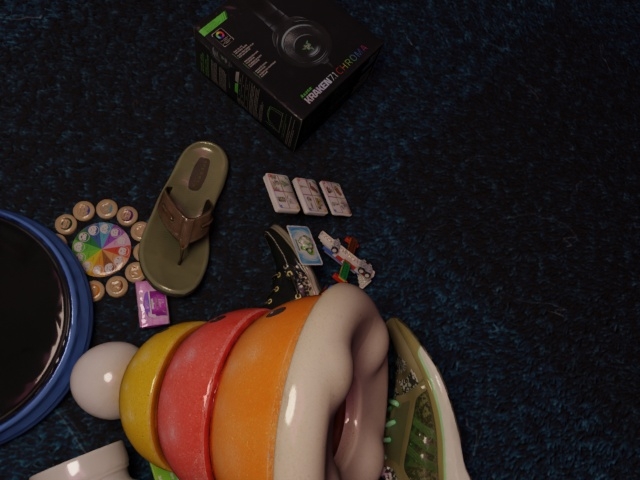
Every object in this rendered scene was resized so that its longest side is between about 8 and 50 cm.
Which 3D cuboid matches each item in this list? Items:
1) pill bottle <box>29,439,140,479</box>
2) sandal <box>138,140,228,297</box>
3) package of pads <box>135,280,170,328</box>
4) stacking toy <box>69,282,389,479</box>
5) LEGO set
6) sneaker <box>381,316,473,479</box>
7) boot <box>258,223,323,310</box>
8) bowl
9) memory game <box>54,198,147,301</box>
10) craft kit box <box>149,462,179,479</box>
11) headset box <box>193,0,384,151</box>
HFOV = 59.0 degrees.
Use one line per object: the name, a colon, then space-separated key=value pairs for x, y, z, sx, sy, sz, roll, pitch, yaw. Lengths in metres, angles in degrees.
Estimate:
pill bottle: x=-0.299 y=0.439 z=0.788 sx=0.162 sy=0.162 sz=0.279 roll=-19 pitch=78 yaw=-15
sandal: x=-0.236 y=-0.051 z=0.982 sx=0.120 sy=0.086 sz=0.303 roll=14 pitch=68 yaw=-12
package of pads: x=-0.284 y=0.106 z=0.957 sx=0.050 sy=0.032 sz=0.083 roll=-6 pitch=75 yaw=-19
stacking toy: x=-0.162 y=0.220 z=0.794 sx=0.479 sy=0.350 sz=0.351 roll=3 pitch=71 yaw=20
LEGO set: x=0.000 y=0.000 z=0.999 sx=0.182 sy=0.060 sz=0.244 roll=2 pitch=56 yaw=-43
sneaker: x=0.135 y=0.329 z=0.920 sx=0.181 sy=0.158 sz=0.411 roll=-14 pitch=70 yaw=4
boot: x=-0.089 y=0.104 z=0.969 sx=0.178 sy=0.085 sz=0.236 roll=-26 pitch=78 yaw=-13
bowl: x=-0.560 y=0.127 z=0.873 sx=0.390 sy=0.077 sz=0.391 roll=2 pitch=74 yaw=-8
memory game: x=-0.381 y=0.015 z=0.980 sx=0.186 sy=0.012 sz=0.186 roll=3 pitch=72 yaw=-9
craft kit box: x=-0.098 y=0.393 z=0.842 sx=0.246 sy=0.061 sz=0.250 roll=-18 pitch=53 yaw=-19
headset box: x=-0.070 y=-0.363 z=1.088 sx=0.283 sy=0.131 sz=0.246 roll=42 pitch=70 yaw=5
